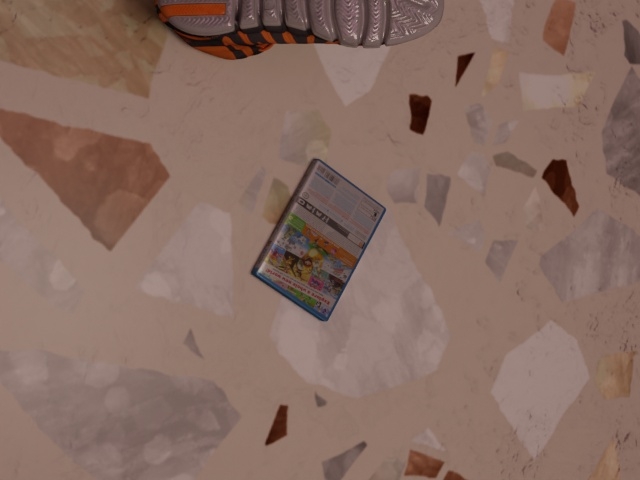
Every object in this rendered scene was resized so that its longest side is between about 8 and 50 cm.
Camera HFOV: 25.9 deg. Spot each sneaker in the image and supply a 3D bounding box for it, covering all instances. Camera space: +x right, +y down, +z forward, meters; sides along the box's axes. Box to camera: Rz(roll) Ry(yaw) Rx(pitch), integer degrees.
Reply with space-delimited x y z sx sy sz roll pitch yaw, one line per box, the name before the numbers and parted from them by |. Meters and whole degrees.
sneaker | -0.026 -0.273 1.590 0.321 0.180 0.124 4 88 -3

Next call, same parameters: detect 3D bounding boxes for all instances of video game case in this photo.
video game case | 0.000 0.000 1.720 0.119 0.015 0.166 35 74 -26
